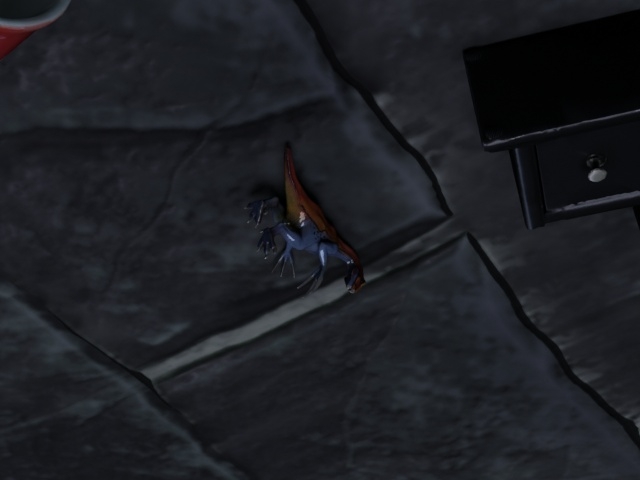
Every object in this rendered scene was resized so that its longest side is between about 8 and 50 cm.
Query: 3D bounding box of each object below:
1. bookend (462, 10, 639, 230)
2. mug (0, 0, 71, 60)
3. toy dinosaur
[{"bbox_3d":[0.166,-0.035,0.617,0.157,0.072,0.156,-11,135,8],"label":"bookend"},{"bbox_3d":[-0.213,-0.098,0.500,0.150,0.113,0.169,28,132,-36],"label":"mug"},{"bbox_3d":[0.000,0.000,0.665,0.082,0.047,0.090,8,127,-38],"label":"toy dinosaur"}]
